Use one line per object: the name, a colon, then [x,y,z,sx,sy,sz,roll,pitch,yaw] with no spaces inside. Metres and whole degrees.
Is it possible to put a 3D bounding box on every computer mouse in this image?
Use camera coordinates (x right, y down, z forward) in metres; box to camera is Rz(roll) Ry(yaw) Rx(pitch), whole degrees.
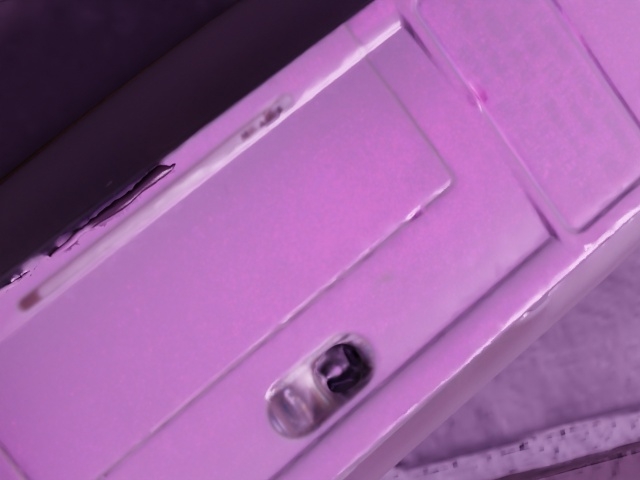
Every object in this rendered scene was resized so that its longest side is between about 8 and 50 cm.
computer mouse: [0.000,0.000,0.555,0.310,0.072,0.158,-40,101,-17]
